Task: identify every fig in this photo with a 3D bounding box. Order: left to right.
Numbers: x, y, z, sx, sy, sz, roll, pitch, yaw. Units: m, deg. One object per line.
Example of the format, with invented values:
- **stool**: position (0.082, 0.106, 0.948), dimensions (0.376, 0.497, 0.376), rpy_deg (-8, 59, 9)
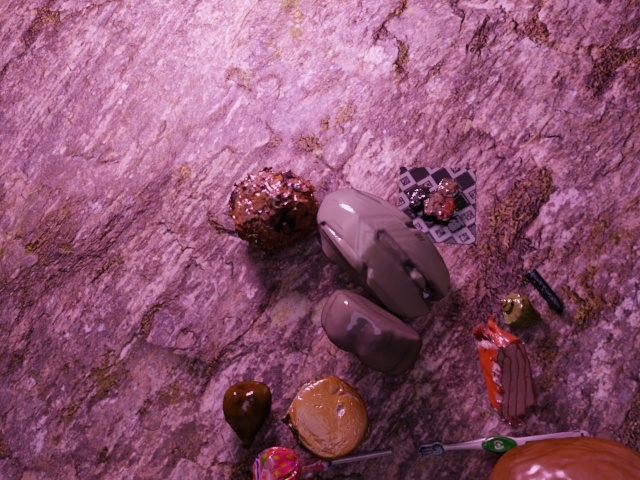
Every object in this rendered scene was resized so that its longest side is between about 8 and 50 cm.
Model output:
- **fig**: position (-0.197, 0.476, 1.138), dimensions (0.133, 0.126, 0.184), rpy_deg (-2, 74, -4)

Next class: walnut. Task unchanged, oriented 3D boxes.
- **walnut**: position (0.541, 0.593, 0.887), dimensions (0.399, 0.308, 0.353), rpy_deg (-10, 97, 6)

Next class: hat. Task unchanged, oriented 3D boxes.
- **hat**: position (-0.001, 0.002, 1.251), dimensions (0.058, 0.042, 0.087), rpy_deg (50, 124, 14)

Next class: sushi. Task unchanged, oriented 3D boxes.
- **sushi**: position (0.333, -0.111, 1.207), dimensions (0.220, 0.047, 0.231), rpy_deg (3, 79, 11)

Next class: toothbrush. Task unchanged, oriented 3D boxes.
- **toothbrush**: position (0.459, 0.512, 1.063), dimensions (0.419, 0.040, 0.042), rpy_deg (-7, 76, 4)

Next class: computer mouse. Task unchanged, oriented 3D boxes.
- **computer mouse**: position (0.162, 0.019, 1.137), dimensions (0.228, 0.145, 0.429), rpy_deg (-43, 83, -10)

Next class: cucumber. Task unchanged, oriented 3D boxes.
- **cucumber**: position (0.597, 0.136, 1.116), dimensions (0.032, 0.032, 0.133), rpy_deg (-34, 74, 2)

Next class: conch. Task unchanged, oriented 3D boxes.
- **conch**: position (0.522, 0.190, 1.110), dimensions (0.121, 0.074, 0.089), rpy_deg (28, 112, -4)

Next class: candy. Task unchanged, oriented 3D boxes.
- **candy**: position (0.006, 0.583, 1.101), dimensions (0.366, 0.124, 0.124), rpy_deg (-10, 77, -1)

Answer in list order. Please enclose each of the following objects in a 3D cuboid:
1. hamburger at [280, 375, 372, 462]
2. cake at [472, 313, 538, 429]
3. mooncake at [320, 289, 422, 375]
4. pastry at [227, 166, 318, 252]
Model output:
- **hamburger**: position (0.023, 0.463, 1.088), dimensions (0.215, 0.122, 0.189), rpy_deg (33, 63, 14)
- **cake**: position (0.470, 0.334, 1.062), dimensions (0.099, 0.135, 0.286), rpy_deg (-16, 85, -8)
- **mooncake**: position (0.122, 0.231, 1.065), dimensions (0.275, 0.275, 0.135), rpy_deg (31, 91, 15)
- **pastry**: position (-0.140, -0.100, 1.212), dimensions (0.275, 0.193, 0.274), rpy_deg (-2, 79, 11)
